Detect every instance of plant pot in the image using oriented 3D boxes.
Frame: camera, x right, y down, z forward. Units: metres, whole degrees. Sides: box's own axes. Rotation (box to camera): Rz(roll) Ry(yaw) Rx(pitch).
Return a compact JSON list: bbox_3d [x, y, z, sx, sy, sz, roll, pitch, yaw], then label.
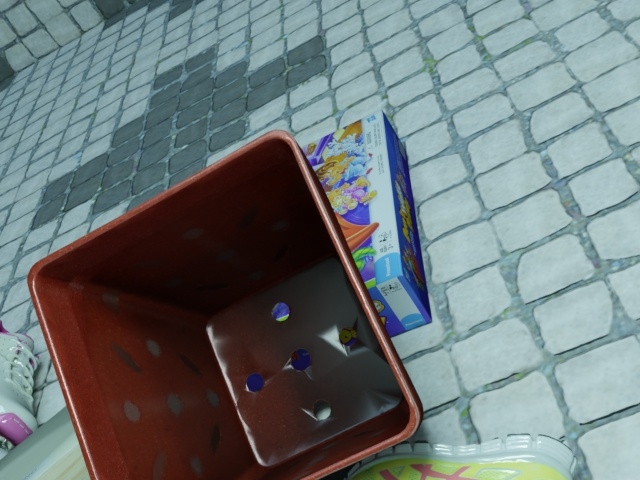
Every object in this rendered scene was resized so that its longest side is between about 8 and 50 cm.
[{"bbox_3d":[-0.057,0.103,0.794,0.267,0.236,0.267,-28,72,11],"label":"plant pot"}]

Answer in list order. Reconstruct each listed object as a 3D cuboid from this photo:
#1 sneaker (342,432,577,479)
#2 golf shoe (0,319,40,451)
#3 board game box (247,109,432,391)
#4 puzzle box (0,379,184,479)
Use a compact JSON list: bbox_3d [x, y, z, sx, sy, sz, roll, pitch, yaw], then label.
[{"bbox_3d":[0.101,0.217,0.699,0.208,0.081,0.094,-17,39,25],"label":"sneaker"},{"bbox_3d":[-0.449,0.189,1.210,0.140,0.115,0.306,-45,35,-21],"label":"golf shoe"},{"bbox_3d":[0.000,0.000,1.073,0.233,0.078,0.347,-24,34,17],"label":"board game box"},{"bbox_3d":[-0.327,0.275,0.952,0.409,0.052,0.272,-40,11,-7],"label":"puzzle box"}]
